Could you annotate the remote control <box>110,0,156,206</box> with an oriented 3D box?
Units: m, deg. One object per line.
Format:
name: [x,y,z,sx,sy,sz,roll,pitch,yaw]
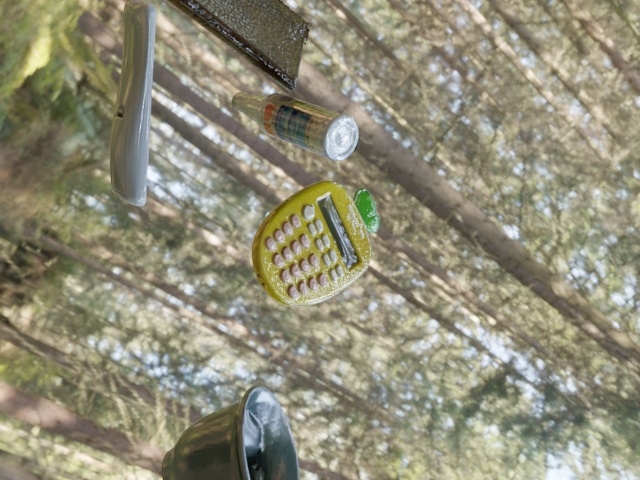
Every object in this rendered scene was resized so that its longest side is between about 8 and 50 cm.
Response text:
remote control: [-0.174,-0.124,0.727,0.050,0.027,0.184,22,-69,47]

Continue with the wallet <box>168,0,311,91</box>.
wallet: [-0.119,-0.309,1.050,0.039,0.243,0.132,-29,-138,41]

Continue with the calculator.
calculator: [0.000,0.000,1.064,0.032,0.146,0.235,-15,-167,47]

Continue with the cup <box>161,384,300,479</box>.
cup: [-0.131,0.309,1.080,0.150,0.199,0.199,-16,-135,14]

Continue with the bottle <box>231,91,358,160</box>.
bottle: [-0.042,-0.157,1.019,0.217,0.060,0.060,29,-96,44]
